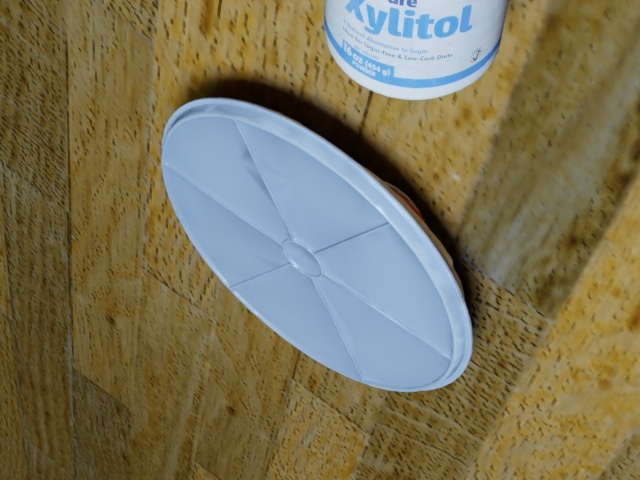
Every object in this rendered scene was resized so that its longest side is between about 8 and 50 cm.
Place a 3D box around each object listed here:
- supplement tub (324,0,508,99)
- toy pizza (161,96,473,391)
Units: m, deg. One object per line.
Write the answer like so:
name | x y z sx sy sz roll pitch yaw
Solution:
supplement tub | 0.037 -0.108 0.584 0.071 0.071 0.107 32 152 18
toy pizza | 0.000 0.000 0.835 0.201 0.032 0.201 32 151 20
